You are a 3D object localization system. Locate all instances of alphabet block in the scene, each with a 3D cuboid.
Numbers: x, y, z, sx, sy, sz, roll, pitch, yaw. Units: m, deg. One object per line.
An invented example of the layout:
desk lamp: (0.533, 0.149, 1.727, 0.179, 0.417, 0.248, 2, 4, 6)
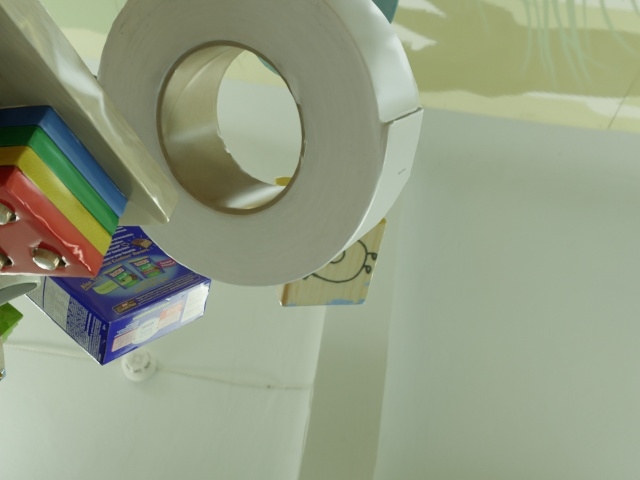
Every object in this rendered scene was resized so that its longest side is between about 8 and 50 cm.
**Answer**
alphabet block: (0.000, 0.000, 1.464, 0.192, 0.197, 0.193, -1, -149, -21)

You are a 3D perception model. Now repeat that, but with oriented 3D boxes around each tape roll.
tape roll: (-0.058, -0.105, 0.648, 0.286, 0.286, 0.100, 28, -153, 15)

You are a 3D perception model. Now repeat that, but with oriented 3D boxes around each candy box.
candy box: (-0.424, 0.069, 1.436, 0.317, 0.122, 0.268, 35, -147, 22)

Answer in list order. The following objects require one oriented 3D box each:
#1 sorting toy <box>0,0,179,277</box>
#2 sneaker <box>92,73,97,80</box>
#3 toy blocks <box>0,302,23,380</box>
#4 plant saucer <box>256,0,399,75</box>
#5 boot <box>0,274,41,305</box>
sorting toy: (-0.262, -0.069, 0.433, 0.255, 0.257, 0.089, 1, -125, 23)
sneaker: (-0.412, -0.222, 1.090, 0.340, 0.139, 0.125, 35, -158, -28)
toy blocks: (-0.682, 0.278, 1.229, 0.190, 0.261, 0.381, 38, -124, 0)
plant saucer: (-0.001, -0.276, 0.825, 0.194, 0.195, 0.037, -19, -133, -15)
boot: (-0.449, 0.010, 0.847, 0.244, 0.088, 0.176, -24, -101, 16)
